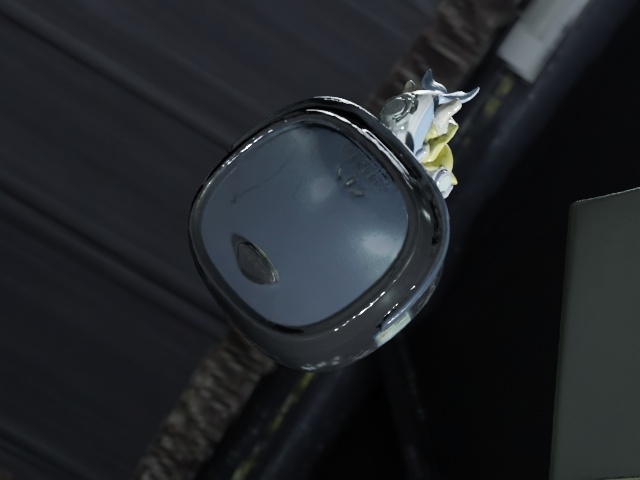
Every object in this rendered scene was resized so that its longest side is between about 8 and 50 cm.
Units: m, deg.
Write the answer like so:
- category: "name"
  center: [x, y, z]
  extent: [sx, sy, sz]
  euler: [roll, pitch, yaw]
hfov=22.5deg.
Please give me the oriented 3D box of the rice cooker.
- category: "rice cooker"
  center: [0.000, 0.000, 1.630]
  extent: [0.267, 0.267, 0.224]
  euler: [-61, 167, -6]

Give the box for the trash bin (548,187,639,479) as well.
- category: "trash bin"
  center: [0.277, 0.086, 1.263]
  extent: [0.164, 0.122, 0.240]
  euler: [-17, -124, 50]

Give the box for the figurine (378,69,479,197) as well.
- category: "figurine"
  center: [0.139, -0.140, 2.266]
  extent: [0.128, 0.184, 0.208]
  euler: [27, -103, 37]
